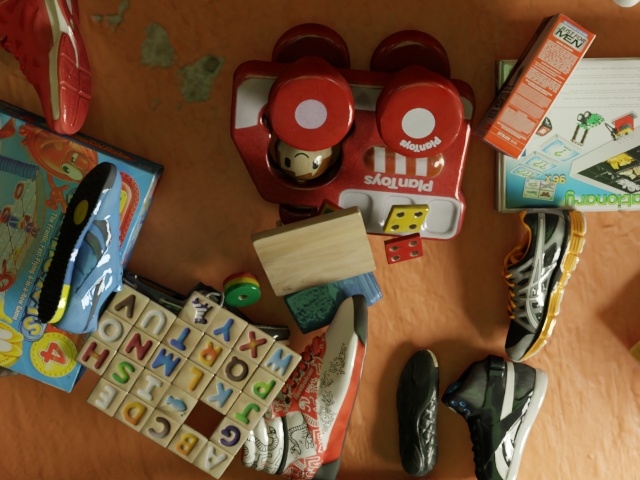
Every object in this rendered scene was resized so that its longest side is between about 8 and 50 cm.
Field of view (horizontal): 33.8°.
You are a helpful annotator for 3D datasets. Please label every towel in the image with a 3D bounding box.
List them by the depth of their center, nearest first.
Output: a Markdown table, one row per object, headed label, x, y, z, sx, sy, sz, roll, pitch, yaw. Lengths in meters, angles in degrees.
| label | x | y | z | sx | sy | sz | roll | pitch | yaw |
| --- | --- | --- | --- | --- | --- | --- | --- | --- | --- |
| towel | 0.016 | 0.072 | 1.377 | 0.119 | 0.029 | 0.067 | -25 | 99 | 3 |

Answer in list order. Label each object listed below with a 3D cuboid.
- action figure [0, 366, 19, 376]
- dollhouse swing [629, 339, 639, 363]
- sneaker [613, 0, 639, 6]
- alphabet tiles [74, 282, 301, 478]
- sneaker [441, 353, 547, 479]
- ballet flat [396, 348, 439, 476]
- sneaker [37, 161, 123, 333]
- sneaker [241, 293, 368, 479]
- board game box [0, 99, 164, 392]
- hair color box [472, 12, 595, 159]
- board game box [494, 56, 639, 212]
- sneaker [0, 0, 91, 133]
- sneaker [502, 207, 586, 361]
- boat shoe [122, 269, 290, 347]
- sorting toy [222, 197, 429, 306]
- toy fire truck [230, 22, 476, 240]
| label | x | y | z | sx | sy | sz | roll | pitch | yaw |
| --- | --- | --- | --- | --- | --- | --- | --- | --- | --- |
| action figure | -0.494 | 0.307 | 1.326 | 0.179 | 0.341 | 0.330 | 8 | 76 | 25 |
| dollhouse swing | 0.660 | 0.164 | 1.382 | 0.347 | 0.305 | 0.315 | -44 | 56 | 7 |
| sneaker | 0.366 | -0.395 | 1.280 | 0.094 | 0.080 | 0.212 | -23 | 98 | -8 |
| alphabet tiles | -0.175 | 0.162 | 1.314 | 0.237 | 0.009 | 0.198 | 32 | 101 | -8 |
| sneaker | 0.207 | 0.254 | 1.391 | 0.121 | 0.079 | 0.216 | 19 | 91 | 0 |
| ballet flat | 0.133 | 0.228 | 1.405 | 0.057 | 0.049 | 0.173 | 7 | 97 | 32 |
| sneaker | -0.270 | 0.011 | 1.268 | 0.082 | 0.069 | 0.209 | 18 | 91 | -36 |
| sneaker | -0.029 | 0.188 | 1.356 | 0.145 | 0.090 | 0.270 | 11 | 109 | -3 |
| board game box | -0.396 | -0.007 | 1.332 | 0.302 | 0.086 | 0.308 | 22 | 99 | -4 |
| hair color box | 0.250 | -0.182 | 1.250 | 0.053 | 0.093 | 0.167 | 32 | 97 | -4 |
| board game box | 0.374 | -0.135 | 1.331 | 0.305 | 0.053 | 0.193 | -1 | 99 | 0 |
| sneaker | -0.360 | -0.229 | 1.294 | 0.128 | 0.087 | 0.221 | -9 | 76 | 11 |
| sneaker | 0.268 | 0.053 | 1.342 | 0.083 | 0.084 | 0.214 | 14 | 108 | -1 |
| boat shoe | -0.149 | 0.094 | 1.354 | 0.233 | 0.084 | 0.079 | 12 | 87 | -4 |
| sorting toy | 0.000 | 0.000 | 1.296 | 0.275 | 0.132 | 0.046 | -15 | 55 | 3 |
| toy fire truck | 0.040 | -0.115 | 1.290 | 0.302 | 0.169 | 0.254 | 3 | 121 | -3 |
